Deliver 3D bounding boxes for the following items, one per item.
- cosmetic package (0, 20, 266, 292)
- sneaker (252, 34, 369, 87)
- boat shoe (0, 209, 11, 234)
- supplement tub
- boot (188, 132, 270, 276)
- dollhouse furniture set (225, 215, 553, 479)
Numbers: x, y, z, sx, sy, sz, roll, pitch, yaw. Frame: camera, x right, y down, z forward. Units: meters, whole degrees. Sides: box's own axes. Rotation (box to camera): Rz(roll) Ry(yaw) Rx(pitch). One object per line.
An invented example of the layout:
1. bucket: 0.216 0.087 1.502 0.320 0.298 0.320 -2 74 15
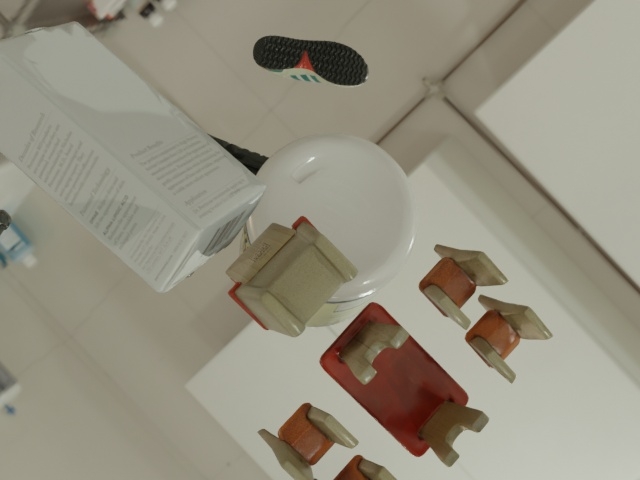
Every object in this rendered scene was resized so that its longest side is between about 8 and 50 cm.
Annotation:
1. cosmetic package: -0.173 -0.075 0.759 0.085 0.231 0.117 -53 173 32
2. sneaker: -0.015 -0.246 1.235 0.075 0.161 0.057 -135 -127 -79
3. boat shoe: -0.381 0.043 0.879 0.233 0.079 0.084 -49 -147 28
4. supplement tub: 0.000 0.000 1.334 0.235 0.235 0.325 -43 174 -16
5. boot: -0.185 -0.044 1.663 0.260 0.348 0.131 -69 -164 -3
6. dollhouse furniture set: 0.038 0.099 0.851 0.262 0.259 0.135 -46 -162 -9
